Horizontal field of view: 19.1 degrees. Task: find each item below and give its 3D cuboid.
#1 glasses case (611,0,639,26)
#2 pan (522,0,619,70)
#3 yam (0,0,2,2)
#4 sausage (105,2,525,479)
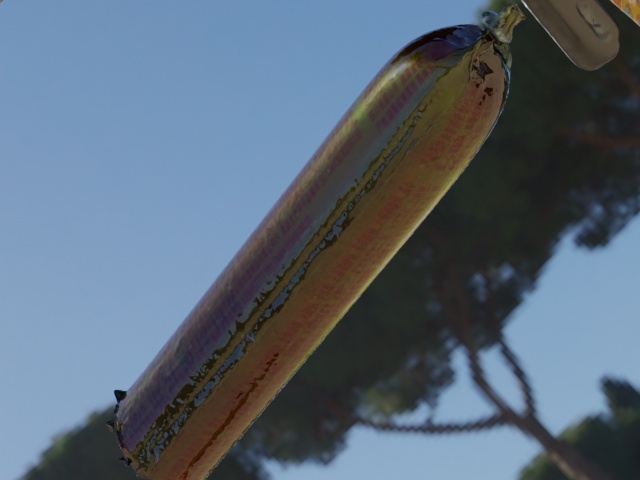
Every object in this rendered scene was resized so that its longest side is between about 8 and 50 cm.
[{"bbox_3d":[0.232,-0.151,0.847,0.218,0.075,0.049,-18,-58,-10],"label":"glasses case"},{"bbox_3d":[0.025,-0.150,0.666,0.028,0.235,0.136,-25,18,48],"label":"pan"},{"bbox_3d":[-0.242,-0.180,0.807,0.045,0.327,0.045,16,-74,-55],"label":"yam"},{"bbox_3d":[0.000,0.000,1.057,0.082,0.082,0.371,-11,-32,-51],"label":"sausage"}]
